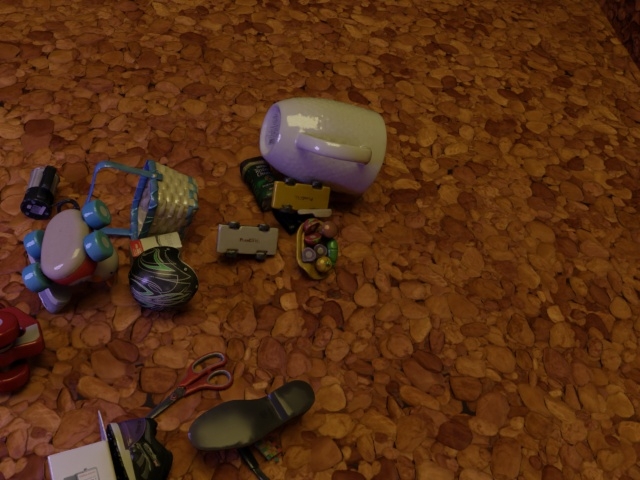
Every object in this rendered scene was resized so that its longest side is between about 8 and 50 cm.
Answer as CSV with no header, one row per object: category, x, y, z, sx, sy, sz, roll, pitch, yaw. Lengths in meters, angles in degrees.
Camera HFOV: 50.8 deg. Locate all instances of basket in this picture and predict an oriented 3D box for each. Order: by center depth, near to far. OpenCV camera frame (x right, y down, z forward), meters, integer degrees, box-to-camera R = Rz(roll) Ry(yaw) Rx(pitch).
basket,-0.500,-0.096,1.865,0.289,0.255,0.201,7,47,-32

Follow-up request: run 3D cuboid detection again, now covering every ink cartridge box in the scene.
ink cartridge box,-0.453,0.544,1.332,0.119,0.207,0.353,-11,51,-22
ink cartridge box,-0.451,0.038,1.851,0.135,0.099,0.056,-13,56,-21

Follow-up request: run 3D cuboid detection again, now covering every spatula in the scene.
spatula,-0.131,0.529,1.531,0.084,0.030,0.296,-10,44,-49

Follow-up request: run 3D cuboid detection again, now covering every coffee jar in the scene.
coffee jar,-0.181,-0.184,2.119,0.096,0.079,0.184,-17,55,-25

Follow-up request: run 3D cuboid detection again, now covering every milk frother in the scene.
milk frother,-0.768,-0.130,1.946,0.143,0.129,0.135,39,34,-39

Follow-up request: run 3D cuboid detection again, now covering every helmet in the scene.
helmet,-0.410,0.108,1.759,0.169,0.169,0.161,-12,37,-22

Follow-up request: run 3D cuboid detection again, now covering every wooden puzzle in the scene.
wooden puzzle,-0.122,0.485,1.579,0.083,0.006,0.049,41,28,23

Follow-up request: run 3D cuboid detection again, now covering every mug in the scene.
mug,0.012,-0.290,2.036,0.328,0.276,0.374,10,11,-26

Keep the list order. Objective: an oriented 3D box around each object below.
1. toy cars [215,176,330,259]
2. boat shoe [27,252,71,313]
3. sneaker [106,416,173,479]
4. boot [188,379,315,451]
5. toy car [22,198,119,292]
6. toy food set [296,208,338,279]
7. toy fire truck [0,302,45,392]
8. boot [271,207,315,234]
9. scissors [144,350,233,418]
toy cars,-0.146,-0.069,1.976,0.393,0.176,0.087,-40,26,-19
boat shoe,-0.719,0.090,1.757,0.079,0.081,0.227,2,49,-49
sneaker,-0.367,0.508,1.458,0.124,0.107,0.283,-7,54,-30
boot,-0.160,0.425,1.565,0.305,0.115,0.112,-14,60,-26
toy car,-0.591,0.055,1.727,0.219,0.238,0.210,-26,50,9
toy food set,0.000,0.000,1.941,0.128,0.071,0.218,6,74,-29
toy fire truck,-0.816,0.232,1.576,0.302,0.169,0.254,-14,35,-24
boot,-0.080,-0.078,2.072,0.099,0.045,0.121,-26,66,-28
scissors,-0.348,0.365,1.644,0.297,0.021,0.109,-23,60,-28
